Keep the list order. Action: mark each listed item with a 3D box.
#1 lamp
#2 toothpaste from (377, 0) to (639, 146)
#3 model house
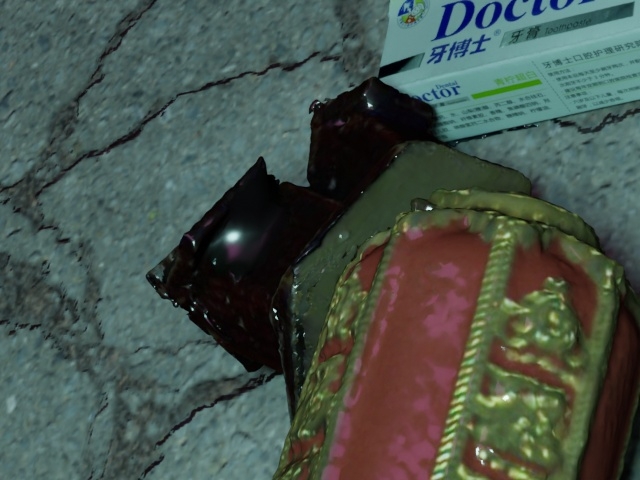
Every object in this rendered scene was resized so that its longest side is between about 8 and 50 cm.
[{"bbox_3d":[0.069,0.109,0.981,0.177,0.177,0.274,-1,60,38],"label":"lamp"},{"bbox_3d":[0.189,-0.131,1.129,0.336,0.067,0.081,-11,52,32],"label":"toothpaste"},{"bbox_3d":[0.009,0.003,1.148,0.203,0.141,0.164,-41,26,-12],"label":"model house"}]
